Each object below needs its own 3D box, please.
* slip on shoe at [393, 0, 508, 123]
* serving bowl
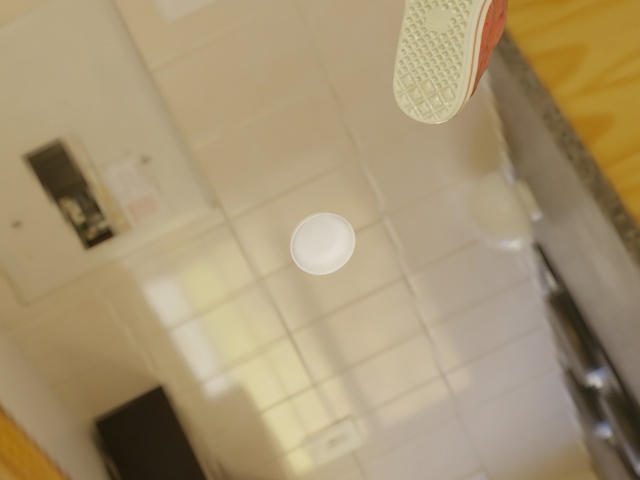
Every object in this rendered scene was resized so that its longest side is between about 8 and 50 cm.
[{"bbox_3d":[0.158,-0.287,1.652,0.101,0.123,0.331,-35,-37,-56],"label":"slip on shoe"},{"bbox_3d":[0.000,0.000,1.930,0.083,0.083,0.027,64,176,-28],"label":"serving bowl"}]
